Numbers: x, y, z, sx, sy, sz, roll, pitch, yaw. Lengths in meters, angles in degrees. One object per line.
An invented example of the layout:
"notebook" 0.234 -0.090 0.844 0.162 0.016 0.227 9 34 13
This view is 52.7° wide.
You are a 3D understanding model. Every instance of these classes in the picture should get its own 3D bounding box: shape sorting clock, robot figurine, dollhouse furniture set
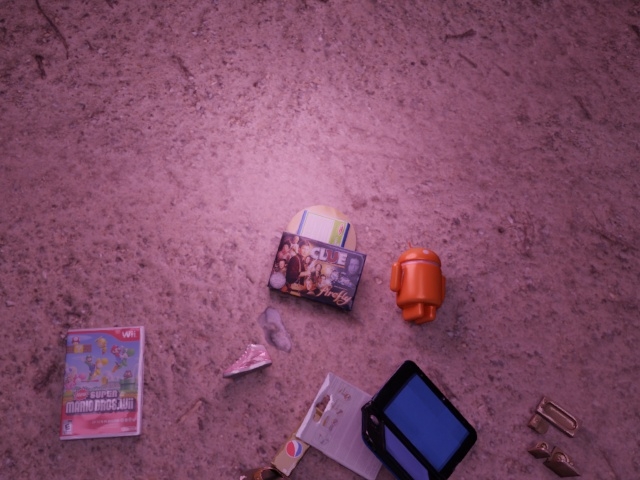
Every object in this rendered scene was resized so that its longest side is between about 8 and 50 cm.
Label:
"shape sorting clock" 0.000 0.000 1.856 0.206 0.040 0.206 0 76 0
"robot figurine" 0.270 0.115 1.778 0.158 0.128 0.220 1 69 5
"dollhouse furniture set" 0.614 0.495 1.650 0.144 0.123 0.151 36 71 10

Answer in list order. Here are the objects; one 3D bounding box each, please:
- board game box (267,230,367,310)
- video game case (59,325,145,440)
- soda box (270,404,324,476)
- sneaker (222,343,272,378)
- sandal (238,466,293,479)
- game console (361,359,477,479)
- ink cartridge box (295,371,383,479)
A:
"board game box" -0.009 0.084 1.796 0.243 0.042 0.165 15 88 3
"video game case" -0.569 0.371 1.696 0.204 0.025 0.285 -3 69 -4
"soda box" -0.050 0.509 1.646 0.058 0.061 0.181 34 71 11
"sneaker" -0.202 0.319 1.720 0.134 0.051 0.070 -17 69 -12
"sandal" -0.125 0.584 1.573 0.180 0.049 0.072 0 28 39
"game console" 0.254 0.481 1.578 0.173 0.250 0.293 -42 95 9
"ink cartridge box" 0.076 0.473 1.648 0.232 0.066 0.189 30 71 0
